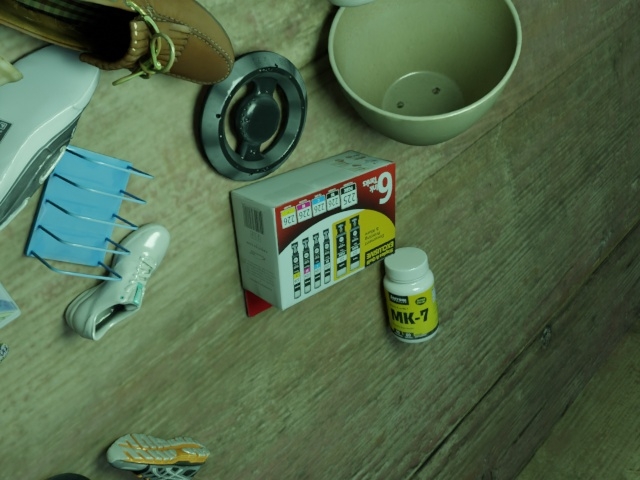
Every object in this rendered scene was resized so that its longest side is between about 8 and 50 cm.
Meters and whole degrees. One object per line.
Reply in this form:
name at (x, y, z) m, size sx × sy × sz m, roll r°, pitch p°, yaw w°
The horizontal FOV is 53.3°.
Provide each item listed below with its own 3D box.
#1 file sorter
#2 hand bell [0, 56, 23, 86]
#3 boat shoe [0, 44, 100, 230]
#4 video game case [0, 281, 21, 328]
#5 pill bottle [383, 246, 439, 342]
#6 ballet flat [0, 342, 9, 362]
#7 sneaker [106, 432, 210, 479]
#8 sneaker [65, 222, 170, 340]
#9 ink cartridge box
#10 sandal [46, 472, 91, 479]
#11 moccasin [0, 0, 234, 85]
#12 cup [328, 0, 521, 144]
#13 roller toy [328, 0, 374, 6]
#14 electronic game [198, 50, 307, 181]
file sorter at (-0.328, -0.038, 0.923) m, size 0.118 × 0.104 × 0.170 m, roll 14°, pitch 95°, yaw -47°
hand bell at (-0.465, -0.123, 0.737) m, size 0.126 × 0.126 × 0.242 m, roll 34°, pitch 81°, yaw -46°
boat shoe at (-0.386, -0.128, 0.839) m, size 0.102 × 0.108 × 0.301 m, roll 104°, pitch 9°, yaw -66°
video game case at (-0.587, 0.076, 0.766) m, size 0.329 × 0.036 × 0.300 m, roll -39°, pitch 130°, yaw -27°
pill bottle at (0.212, 0.128, 1.502) m, size 0.119 × 0.119 × 0.208 m, roll -33°, pitch 126°, yaw -31°
ballet flat at (-0.492, 0.182, 0.897) m, size 0.114 × 0.041 × 0.041 m, roll -24°, pitch 121°, yaw -36°
sneaker at (-0.294, 0.405, 1.150) m, size 0.215 × 0.084 × 0.083 m, roll 26°, pitch 92°, yaw -47°
sneaker at (-0.298, 0.069, 1.002) m, size 0.212 × 0.094 × 0.080 m, roll -54°, pitch 133°, yaw -15°
ink cartridge box at (0.000, 0.000, 1.239) m, size 0.309 × 0.130 × 0.272 m, roll -24°, pitch 123°, yaw -36°
sandal at (-0.394, 0.473, 1.097) m, size 0.097 × 0.054 × 0.254 m, roll -54°, pitch 135°, yaw -14°
moccasin at (-0.256, -0.269, 0.806) m, size 0.380 × 0.139 × 0.147 m, roll 15°, pitch 57°, yaw -57°
cup at (0.195, -0.310, 1.207) m, size 0.331 × 0.331 × 0.237 m, roll -56°, pitch 161°, yaw -12°
roller toy at (0.057, -0.500, 1.052) m, size 0.209 × 0.191 × 0.146 m, roll -39°, pitch 135°, yaw 4°
electronic game at (-0.111, -0.212, 1.104) m, size 0.229 × 0.048 × 0.229 m, roll -26°, pitch 130°, yaw -34°
